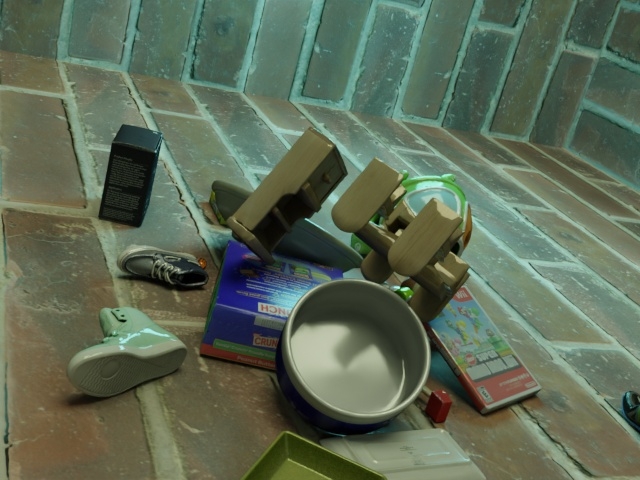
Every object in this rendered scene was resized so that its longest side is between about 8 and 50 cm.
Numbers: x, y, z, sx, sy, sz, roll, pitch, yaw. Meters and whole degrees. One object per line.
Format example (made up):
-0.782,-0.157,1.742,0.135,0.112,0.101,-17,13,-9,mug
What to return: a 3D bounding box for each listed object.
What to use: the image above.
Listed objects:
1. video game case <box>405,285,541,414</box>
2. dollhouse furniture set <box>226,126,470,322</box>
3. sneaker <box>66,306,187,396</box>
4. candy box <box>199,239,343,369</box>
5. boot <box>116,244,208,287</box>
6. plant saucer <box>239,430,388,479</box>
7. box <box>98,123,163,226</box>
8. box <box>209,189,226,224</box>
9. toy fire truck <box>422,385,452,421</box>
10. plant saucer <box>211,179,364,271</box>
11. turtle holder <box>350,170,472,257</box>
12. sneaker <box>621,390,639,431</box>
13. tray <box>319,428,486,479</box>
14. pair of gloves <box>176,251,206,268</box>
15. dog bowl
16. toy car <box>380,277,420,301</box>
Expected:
0.323,0.222,1.803,0.204,0.025,0.285,-7,53,-44,video game case
0.059,0.007,1.647,0.394,0.256,0.362,38,-7,19,dollhouse furniture set
-0.365,0.183,1.467,0.151,0.094,0.256,34,17,26,sneaker
-0.088,0.138,1.741,0.268,0.122,0.317,15,20,-7,candy box
-0.335,0.059,1.831,0.190,0.069,0.086,2,22,-35,boot
-0.014,0.383,1.288,0.188,0.045,0.188,22,22,15,plant saucer
-0.465,-0.162,2.098,0.108,0.207,0.153,13,21,-8,box
-0.230,-0.081,2.295,0.105,0.043,0.179,7,20,-22,box
0.152,0.280,1.658,0.135,0.047,0.192,4,23,-29,toy fire truck
-0.095,-0.004,1.994,0.400,0.100,0.400,28,-7,4,plant saucer
0.259,-0.048,2.290,0.320,0.243,0.227,16,36,-26,turtle holder
0.688,0.369,1.769,0.067,0.078,0.188,12,21,-9,sneaker
0.145,0.368,1.460,0.270,0.030,0.145,3,26,-30,tray
-0.305,0.047,1.965,0.083,0.010,0.074,14,21,-1,pair of gloves
0.055,0.206,1.516,0.265,0.104,0.265,8,58,-12,dog bowl
0.177,0.130,1.942,0.155,0.149,0.188,-20,28,-40,toy car
